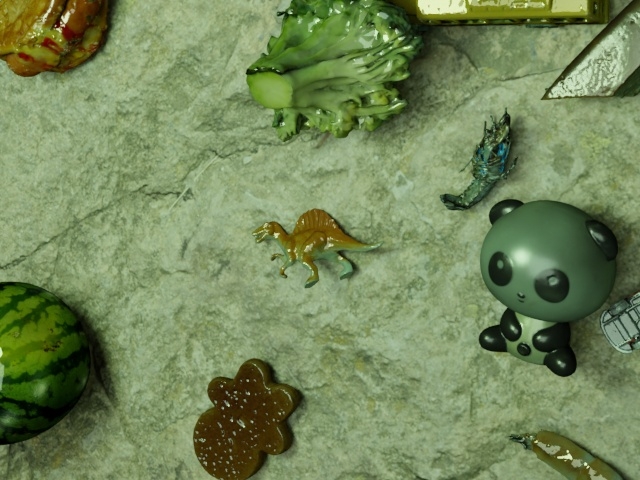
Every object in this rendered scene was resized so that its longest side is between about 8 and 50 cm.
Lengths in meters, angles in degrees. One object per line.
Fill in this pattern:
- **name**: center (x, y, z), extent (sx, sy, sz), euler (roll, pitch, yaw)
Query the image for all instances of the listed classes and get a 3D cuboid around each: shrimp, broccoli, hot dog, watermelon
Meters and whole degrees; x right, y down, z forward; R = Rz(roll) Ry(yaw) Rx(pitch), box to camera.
- **shrimp**: center (0.394, 0.422, 1.836), extent (0.185, 0.068, 0.287), euler (-14, 89, 25)
- **broccoli**: center (0.005, -0.249, 1.825), extent (0.248, 0.245, 0.288), euler (39, 141, 14)
- **hot dog**: center (-0.464, -0.376, 2.105), extent (0.257, 0.150, 0.153), euler (-43, 68, 24)
- **watermelon**: center (-0.549, 0.216, 2.151), extent (0.285, 0.285, 0.285), euler (4, 99, 26)
- **shrimp**: center (0.249, -0.117, 1.845), extent (0.174, 0.076, 0.082), euler (-58, 32, 25)

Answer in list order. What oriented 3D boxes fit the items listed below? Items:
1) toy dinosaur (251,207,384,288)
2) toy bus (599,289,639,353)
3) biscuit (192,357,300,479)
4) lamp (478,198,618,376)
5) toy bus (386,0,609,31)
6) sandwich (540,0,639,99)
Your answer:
- **toy dinosaur**: center (-0.001, 0.001, 1.989), extent (0.212, 0.057, 0.142), euler (-26, 66, 15)
- **toy bus**: center (0.487, 0.092, 1.738), extent (0.174, 0.077, 0.079), euler (-36, 81, 26)
- **biscuit**: center (-0.133, 0.314, 2.094), extent (0.180, 0.039, 0.236), euler (42, 113, 13)
- **lamp**: center (0.323, 0.062, 1.764), extent (0.198, 0.198, 0.243), euler (16, 113, 23)
- **toy bus**: center (0.244, -0.366, 1.767), extent (0.336, 0.123, 0.121), euler (4, 99, 25)
- **sandwich**: center (0.429, -0.266, 1.708), extent (0.258, 0.094, 0.096), euler (-47, 72, 25)
